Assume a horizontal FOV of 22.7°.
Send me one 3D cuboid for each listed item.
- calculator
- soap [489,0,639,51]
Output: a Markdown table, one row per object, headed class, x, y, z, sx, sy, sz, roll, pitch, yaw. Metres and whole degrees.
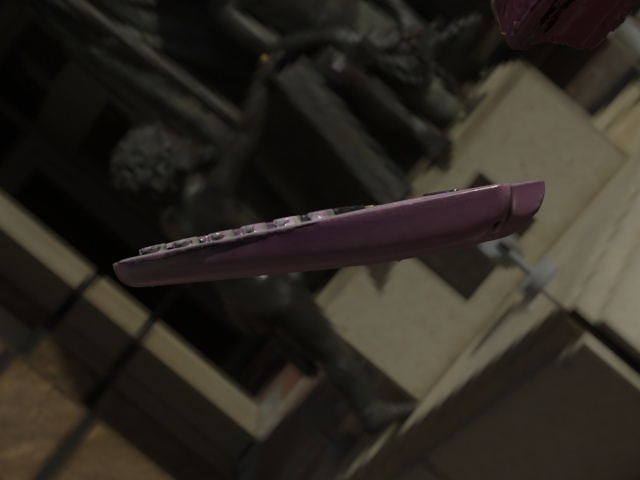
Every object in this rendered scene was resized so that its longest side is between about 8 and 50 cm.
| class | x | y | z | sx | sy | sz | roll | pitch | yaw |
| --- | --- | --- | --- | --- | --- | --- | --- | --- | --- |
| calculator | 0.000 | 0.001 | 1.089 | 0.294 | 0.043 | 0.194 | -10 | 1 | 17 |
| soap | 0.200 | -0.266 | 1.121 | 0.250 | 0.099 | 0.162 | 126 | 138 | -55 |
